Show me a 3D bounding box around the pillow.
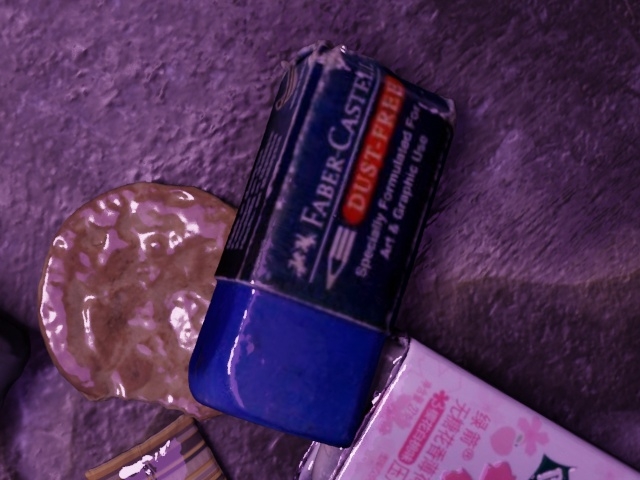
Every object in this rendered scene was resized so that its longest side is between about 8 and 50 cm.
[{"bbox_3d":[-0.120,0.272,0.844,0.113,0.038,0.203,-31,99,-8],"label":"pillow"}]

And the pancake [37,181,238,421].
[{"bbox_3d":[-0.133,0.056,0.823,0.236,0.042,0.223,-7,91,-15],"label":"pancake"}]

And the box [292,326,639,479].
[{"bbox_3d":[0.169,0.245,0.868,0.369,0.112,0.190,30,87,-13],"label":"box"}]

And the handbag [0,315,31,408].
[{"bbox_3d":[-0.410,0.132,0.696,0.178,0.275,0.302,32,91,29],"label":"handbag"}]

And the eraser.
[{"bbox_3d":[0.000,0.000,0.790,0.155,0.101,0.332,22,80,-21],"label":"eraser"}]
